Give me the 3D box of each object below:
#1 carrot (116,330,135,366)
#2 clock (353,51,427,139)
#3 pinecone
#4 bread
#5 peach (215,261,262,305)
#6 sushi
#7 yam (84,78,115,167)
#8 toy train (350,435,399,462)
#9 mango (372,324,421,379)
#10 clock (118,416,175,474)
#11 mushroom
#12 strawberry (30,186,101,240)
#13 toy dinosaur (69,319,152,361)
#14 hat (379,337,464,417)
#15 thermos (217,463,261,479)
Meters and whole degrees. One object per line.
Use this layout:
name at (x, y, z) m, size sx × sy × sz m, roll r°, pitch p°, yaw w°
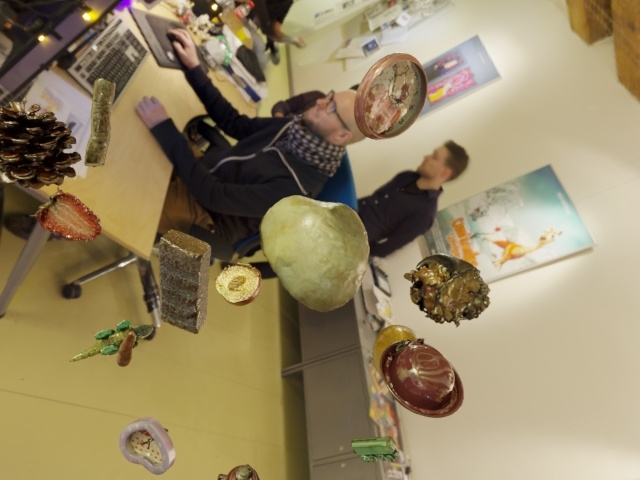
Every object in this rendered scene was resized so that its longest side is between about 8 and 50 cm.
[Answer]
carrot at (-0.483, 0.268, 1.070) m, size 0.036 × 0.165 × 0.035 m, roll 17°, pitch 43°, yaw -16°
clock at (0.195, -0.395, 1.200) m, size 0.244 × 0.244 × 0.056 m, roll 41°, pitch 4°, yaw -47°
pinecone at (-0.743, -0.248, 1.102) m, size 0.221 × 0.222 × 0.221 m, roll 49°, pitch 27°, yaw -36°
bread at (-0.495, 0.160, 1.568) m, size 0.113 × 0.165 × 0.416 m, roll -64°, pitch 171°, yaw -52°
peach at (-0.170, 0.096, 0.918) m, size 0.061 × 0.098 × 0.098 m, roll 83°, pitch -3°, yaw -59°
sushi at (0.390, 0.154, 1.360) m, size 0.200 × 0.204 × 0.213 m, roll -19°, pitch 96°, yaw -24°
yam at (-0.634, -0.335, 1.243) m, size 0.061 × 0.061 × 0.252 m, roll 10°, pitch 87°, yaw -64°
toy train at (0.151, 0.579, 1.196) m, size 0.038 × 0.148 × 0.070 m, roll -37°, pitch 96°, yaw -48°
mango at (0.320, 0.458, 1.682) m, size 0.378 × 0.221 × 0.263 m, roll 70°, pitch -3°, yaw -72°
clock at (-0.543, 0.637, 1.376) m, size 0.064 × 0.198 × 0.171 m, roll -21°, pitch 125°, yaw -70°
mushroom at (-0.006, -0.005, 0.892) m, size 0.190 × 0.164 × 0.266 m, roll 28°, pitch 37°, yaw -31°
strawberry at (-0.874, -0.073, 1.515) m, size 0.208 × 0.167 × 0.087 m, roll 46°, pitch 5°, yaw -15°
toy dinosaur at (-0.663, 0.322, 1.359) m, size 0.094 × 0.260 × 0.153 m, roll 64°, pitch -22°, yaw 12°
hat at (0.233, 0.296, 0.967) m, size 0.205 × 0.206 × 0.089 m, roll -84°, pitch -173°, yaw -52°
thermos at (-0.223, 0.685, 1.178) m, size 0.098 × 0.124 × 0.231 m, roll -69°, pitch 172°, yaw -54°
